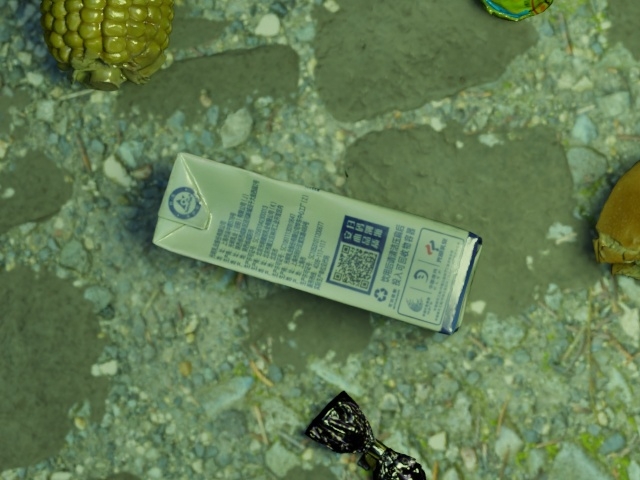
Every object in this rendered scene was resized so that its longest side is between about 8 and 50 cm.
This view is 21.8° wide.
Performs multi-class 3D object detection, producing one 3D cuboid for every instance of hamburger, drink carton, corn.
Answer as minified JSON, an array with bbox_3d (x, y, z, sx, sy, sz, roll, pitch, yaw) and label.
[{"bbox_3d":[0.404,-0.040,1.613,0.283,0.144,0.157,-4,88,9],"label":"hamburger"},{"bbox_3d":[0.000,0.000,1.667,0.315,0.130,0.107,17,90,8],"label":"drink carton"},{"bbox_3d":[-0.214,-0.346,1.694,0.144,0.144,0.387,2,90,7],"label":"corn"}]

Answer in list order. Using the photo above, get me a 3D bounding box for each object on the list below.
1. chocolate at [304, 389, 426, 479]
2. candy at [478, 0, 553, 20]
[{"bbox_3d":[0.052,0.225,1.699,0.072,0.070,0.147,-40,95,-6],"label":"chocolate"},{"bbox_3d":[0.112,-0.281,1.697,0.262,0.073,0.077,15,118,13],"label":"candy"}]
